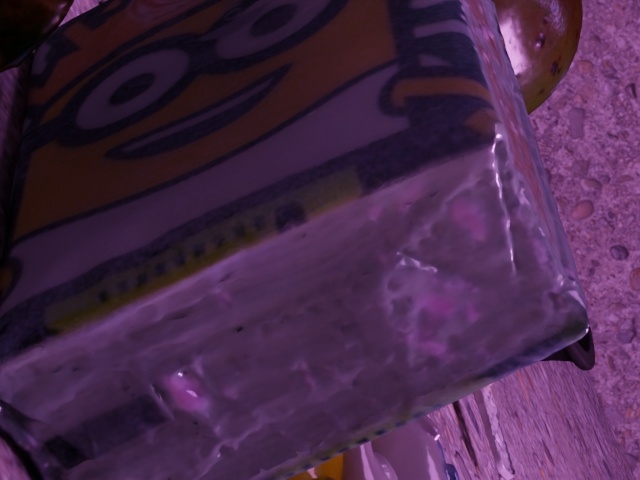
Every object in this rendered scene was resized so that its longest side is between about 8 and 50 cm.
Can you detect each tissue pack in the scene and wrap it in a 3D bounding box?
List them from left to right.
[{"bbox_3d":[-0.022,-0.032,0.865,0.128,0.228,0.311,60,12,-29],"label":"tissue pack"}]

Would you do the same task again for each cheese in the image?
[{"bbox_3d":[0.143,0.114,1.819,0.127,0.054,0.251,47,22,-51],"label":"cheese"}]

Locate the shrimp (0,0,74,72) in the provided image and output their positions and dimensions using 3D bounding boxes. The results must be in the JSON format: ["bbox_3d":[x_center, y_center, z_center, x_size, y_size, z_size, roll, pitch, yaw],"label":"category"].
[{"bbox_3d":[-0.169,-0.233,0.785,0.172,0.137,0.372,17,58,-64],"label":"shrimp"}]

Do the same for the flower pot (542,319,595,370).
[{"bbox_3d":[0.135,0.025,1.709,0.235,0.148,0.235,-20,90,-77],"label":"flower pot"}]

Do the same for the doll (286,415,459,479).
[{"bbox_3d":[0.017,0.132,1.007,0.237,0.111,0.252,46,27,-59],"label":"doll"}]

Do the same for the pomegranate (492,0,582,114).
[{"bbox_3d":[0.070,-0.165,1.577,0.291,0.291,0.323,47,49,-60],"label":"pomegranate"}]
